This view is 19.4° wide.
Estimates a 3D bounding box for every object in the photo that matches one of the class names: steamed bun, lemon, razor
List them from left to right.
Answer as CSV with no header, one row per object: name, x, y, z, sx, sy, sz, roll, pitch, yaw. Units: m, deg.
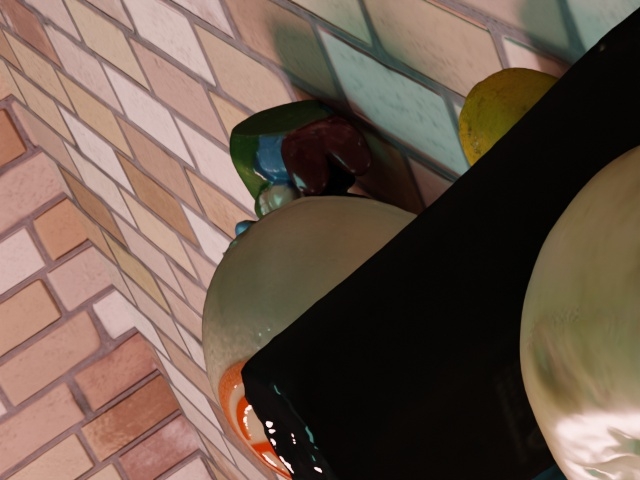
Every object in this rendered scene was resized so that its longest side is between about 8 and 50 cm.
steamed bun,0.026,0.108,1.540,0.283,0.177,0.283,18,140,15
lemon,0.131,-0.068,1.195,0.111,0.082,0.082,46,162,48
razor,0.114,0.026,0.963,0.107,0.327,0.189,32,155,42

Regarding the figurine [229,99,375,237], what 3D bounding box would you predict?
figurine,0.014,-0.005,1.650,0.185,0.127,0.234,6,119,61

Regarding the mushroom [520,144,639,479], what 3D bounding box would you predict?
mushroom,0.223,0.104,0.820,0.353,0.353,0.325,97,152,-68

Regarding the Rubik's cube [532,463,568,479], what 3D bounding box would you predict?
Rubik's cube,0.178,0.162,1.249,0.231,0.224,0.221,50,163,25
